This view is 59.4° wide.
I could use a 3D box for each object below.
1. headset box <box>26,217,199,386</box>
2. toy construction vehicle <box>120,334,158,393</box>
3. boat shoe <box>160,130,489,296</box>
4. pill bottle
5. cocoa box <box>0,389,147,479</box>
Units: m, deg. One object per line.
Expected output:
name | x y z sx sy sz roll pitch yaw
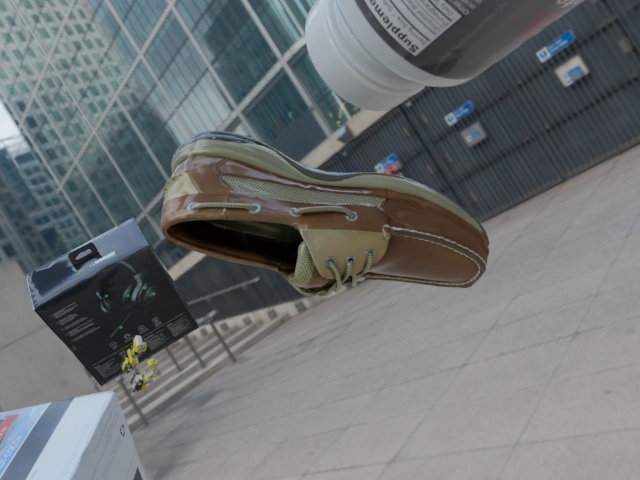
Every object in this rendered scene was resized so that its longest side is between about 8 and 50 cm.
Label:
headset box | -0.437 0.126 1.194 0.246 0.283 0.131 -31 42 -13
toy construction vehicle | -0.329 0.227 1.024 0.035 0.086 0.098 4 -52 -38
boat shoe | 0.000 0.000 0.552 0.123 0.323 0.120 106 177 -53
pill bottle | 0.116 -0.229 0.428 0.176 0.176 0.318 -32 2 -33
cocoa box | -0.387 0.401 0.721 0.227 0.232 0.347 -11 20 -1
